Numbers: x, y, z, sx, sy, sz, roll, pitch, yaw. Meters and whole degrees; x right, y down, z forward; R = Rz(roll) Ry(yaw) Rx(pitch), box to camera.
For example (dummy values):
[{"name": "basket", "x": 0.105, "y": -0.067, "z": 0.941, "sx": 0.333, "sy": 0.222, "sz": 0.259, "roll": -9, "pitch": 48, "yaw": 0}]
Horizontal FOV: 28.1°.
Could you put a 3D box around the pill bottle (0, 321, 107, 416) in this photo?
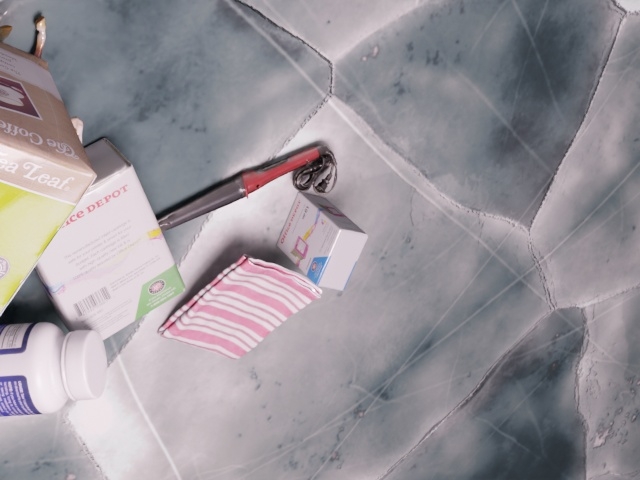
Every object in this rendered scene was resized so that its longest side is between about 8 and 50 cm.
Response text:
[{"name": "pill bottle", "x": -0.361, "y": 0.156, "z": 1.546, "sx": 0.187, "sy": 0.112, "sz": 0.112, "roll": -4, "pitch": 128, "yaw": 9}]

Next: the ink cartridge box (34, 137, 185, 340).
[{"name": "ink cartridge box", "x": -0.279, "y": 0.005, "z": 1.576, "sx": 0.154, "sy": 0.093, "sz": 0.212, "roll": -32, "pitch": 133, "yaw": -15}]

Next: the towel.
[{"name": "towel", "x": -0.110, "y": 0.098, "z": 1.746, "sx": 0.144, "sy": 0.029, "sz": 0.197, "roll": 23, "pitch": 128, "yaw": -40}]

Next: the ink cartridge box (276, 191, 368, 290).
[{"name": "ink cartridge box", "x": 0.000, "y": 0.000, "z": 1.749, "sx": 0.052, "sy": 0.122, "sz": 0.088, "roll": 12, "pitch": 110, "yaw": -35}]

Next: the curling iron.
[{"name": "curling iron", "x": -0.092, "y": -0.063, "z": 1.696, "sx": 0.274, "sy": 0.035, "sz": 0.068, "roll": -20, "pitch": 103, "yaw": -24}]

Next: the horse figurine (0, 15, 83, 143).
[{"name": "horse figurine", "x": -0.392, "y": -0.151, "z": 1.419, "sx": 0.263, "sy": 0.066, "sz": 0.174, "roll": -13, "pitch": 119, "yaw": -30}]

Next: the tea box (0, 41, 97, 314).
[{"name": "tea box", "x": -0.458, "y": -0.057, "z": 1.250, "sx": 0.329, "sy": 0.220, "sz": 0.323, "roll": 22, "pitch": 117, "yaw": -41}]
